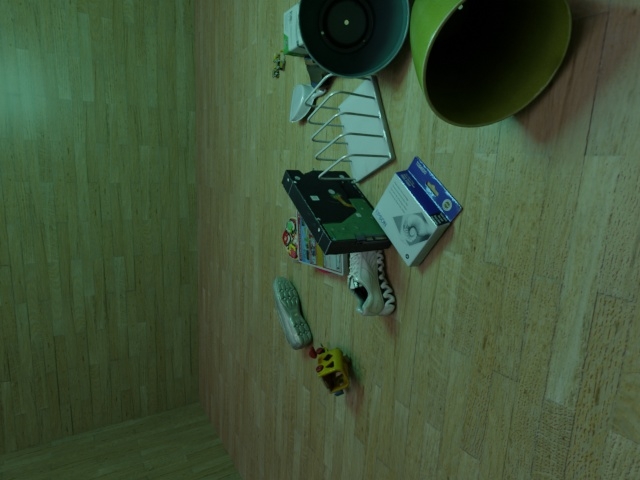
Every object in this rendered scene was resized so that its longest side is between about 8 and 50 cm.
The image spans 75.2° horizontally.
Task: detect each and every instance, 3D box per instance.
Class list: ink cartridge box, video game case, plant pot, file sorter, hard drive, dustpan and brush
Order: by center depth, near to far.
[{"bbox_3d":[0.296,-0.429,0.859,0.293,0.275,0.274,-103,29,-44],"label":"plant pot"},{"bbox_3d":[0.252,-0.080,1.143,0.223,0.045,0.224,61,140,35],"label":"ink cartridge box"},{"bbox_3d":[0.083,-0.617,1.169,0.196,0.293,0.292,-97,17,-65],"label":"plant pot"},{"bbox_3d":[0.076,-0.342,1.276,0.193,0.173,0.277,-28,70,56],"label":"file sorter"},{"bbox_3d":[0.047,-0.097,1.291,0.338,0.237,0.064,57,139,37],"label":"hard drive"},{"bbox_3d":[0.000,0.000,1.481,0.285,0.025,0.203,12,108,54],"label":"video game case"},{"bbox_3d":[-0.051,-0.772,1.508,0.208,0.087,0.152,16,107,58],"label":"ink cartridge box"},{"bbox_3d":[-0.047,-0.540,1.573,0.211,0.060,0.147,-6,76,65],"label":"dustpan and brush"}]

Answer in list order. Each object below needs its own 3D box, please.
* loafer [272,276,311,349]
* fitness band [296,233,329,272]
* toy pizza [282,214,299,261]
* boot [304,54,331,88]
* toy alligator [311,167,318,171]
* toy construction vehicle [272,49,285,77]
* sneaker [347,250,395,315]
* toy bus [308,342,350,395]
[{"bbox_3d":[-0.139,0.307,1.762,0.111,0.112,0.319,-44,58,42],"label":"loafer"},{"bbox_3d":[0.001,-0.002,1.551,0.291,0.054,0.208,38,127,48],"label":"fitness band"},{"bbox_3d":[-0.114,-0.007,1.758,0.201,0.032,0.201,11,103,58],"label":"toy pizza"},{"bbox_3d":[0.025,-0.577,1.447,0.219,0.082,0.106,41,149,44],"label":"boot"},{"bbox_3d":[0.017,-0.188,1.510,0.189,0.056,0.051,63,-178,32],"label":"toy alligator"},{"bbox_3d":[-0.178,-0.753,1.775,0.086,0.035,0.098,-164,75,-68],"label":"toy construction vehicle"},{"bbox_3d":[0.134,0.095,1.290,0.110,0.118,0.291,-45,55,53],"label":"sneaker"},{"bbox_3d":[0.051,0.437,1.474,0.105,0.191,0.202,-26,66,11],"label":"toy bus"}]
